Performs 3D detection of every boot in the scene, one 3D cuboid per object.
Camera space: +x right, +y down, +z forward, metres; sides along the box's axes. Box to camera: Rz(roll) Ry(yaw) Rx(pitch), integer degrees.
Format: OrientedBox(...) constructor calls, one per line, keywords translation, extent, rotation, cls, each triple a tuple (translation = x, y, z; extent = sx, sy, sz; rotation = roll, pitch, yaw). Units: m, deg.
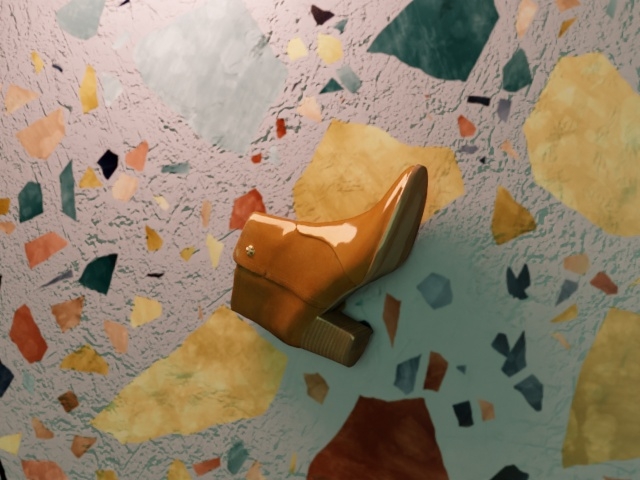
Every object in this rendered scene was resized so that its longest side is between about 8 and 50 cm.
OrientedBox(translation=(0.000, 0.001, 1.921), extent=(0.211, 0.104, 0.295), rotation=(28, 104, 22), cls="boot")
